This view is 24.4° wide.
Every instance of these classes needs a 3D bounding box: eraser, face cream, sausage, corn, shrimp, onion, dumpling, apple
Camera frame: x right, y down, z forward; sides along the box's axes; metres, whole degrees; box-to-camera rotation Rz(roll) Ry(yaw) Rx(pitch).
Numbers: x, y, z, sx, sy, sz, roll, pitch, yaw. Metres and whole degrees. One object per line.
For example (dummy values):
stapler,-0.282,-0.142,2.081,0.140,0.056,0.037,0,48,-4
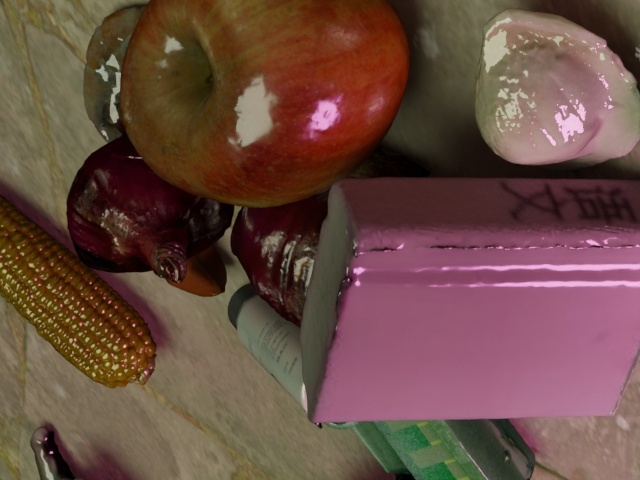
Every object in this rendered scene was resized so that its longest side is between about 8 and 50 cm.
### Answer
eraser,0.171,0.064,1.567,0.359,0.122,0.272,0,131,-14
face cream,-0.044,0.121,1.822,0.311,0.092,0.092,38,152,58
sausage,-0.186,-0.002,1.899,0.089,0.089,0.179,-23,104,41
corn,-0.372,0.071,2.052,0.363,0.120,0.120,41,135,-1
shrimp,-0.215,-0.130,1.800,0.164,0.062,0.316,7,113,28
onion,-0.003,0.002,1.710,0.206,0.207,0.216,19,126,15
onion,-0.190,-0.034,1.667,0.195,0.218,0.139,-7,119,-8
dumpling,0.241,-0.146,1.495,0.167,0.126,0.215,-2,116,22
apple,-0.048,-0.178,1.571,0.302,0.301,0.301,17,131,20

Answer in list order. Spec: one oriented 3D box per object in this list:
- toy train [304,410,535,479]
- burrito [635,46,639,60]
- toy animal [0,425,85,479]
toy train,0.120,0.229,1.865,0.202,0.120,0.301,-25,107,39
burrito,0.456,-0.027,1.466,0.445,0.101,0.139,43,133,-5
toy animal,-0.370,0.492,2.335,0.303,0.194,0.344,26,137,20
